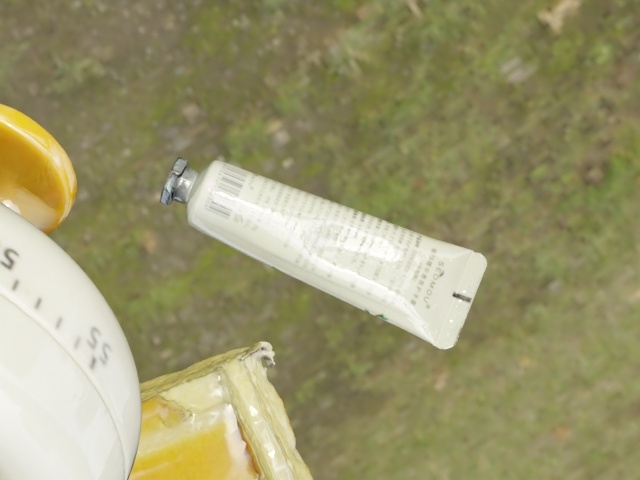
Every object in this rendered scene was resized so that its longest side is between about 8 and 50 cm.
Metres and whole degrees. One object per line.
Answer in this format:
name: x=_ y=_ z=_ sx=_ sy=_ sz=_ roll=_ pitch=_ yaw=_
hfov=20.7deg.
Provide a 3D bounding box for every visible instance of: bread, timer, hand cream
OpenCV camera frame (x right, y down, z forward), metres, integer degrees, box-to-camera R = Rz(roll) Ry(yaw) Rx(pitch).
bread: x=-0.106 y=0.215 z=1.126 sx=0.246 sy=0.239 sz=0.111 roll=-22 pitch=-171 yaw=12
timer: x=-0.193 y=0.086 z=0.724 sx=0.233 sy=0.234 sz=0.240 roll=121 pitch=-9 yaw=-47
hand cream: x=0.000 y=0.000 z=1.247 sx=0.050 sy=0.234 sz=0.080 roll=112 pitch=1 yaw=-68
